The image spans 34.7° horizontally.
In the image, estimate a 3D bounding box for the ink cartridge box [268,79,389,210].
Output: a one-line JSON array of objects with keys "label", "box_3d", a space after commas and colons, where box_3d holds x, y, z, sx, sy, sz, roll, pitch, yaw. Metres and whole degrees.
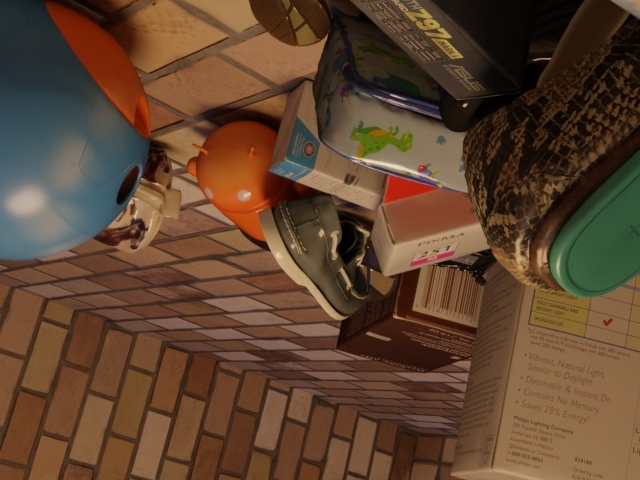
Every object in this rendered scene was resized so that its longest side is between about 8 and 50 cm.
[{"label": "ink cartridge box", "box_3d": [0.040, -0.103, 1.206, 0.180, 0.104, 0.060, 20, 162, -19]}]

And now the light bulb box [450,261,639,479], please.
[{"label": "light bulb box", "box_3d": [0.398, 0.180, 1.398, 0.358, 0.361, 0.225, 15, 165, -4]}]

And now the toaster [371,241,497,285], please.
[{"label": "toaster", "box_3d": [0.163, -0.030, 1.336, 0.168, 0.110, 0.185, 15, 163, 0]}]

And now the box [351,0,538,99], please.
[{"label": "box", "box_3d": [0.070, -0.224, 0.661, 0.059, 0.183, 0.233, -1, 157, 40]}]

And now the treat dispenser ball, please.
[{"label": "treat dispenser ball", "box_3d": [-0.330, -0.122, 1.117, 0.288, 0.288, 0.288, 12, 163, 4]}]

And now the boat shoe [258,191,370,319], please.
[{"label": "boat shoe", "box_3d": [0.022, 0.020, 1.342, 0.099, 0.116, 0.319, -27, 155, 10]}]

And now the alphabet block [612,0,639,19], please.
[{"label": "alphabet block", "box_3d": [0.191, -0.247, 0.480, 0.192, 0.193, 0.197, 23, 161, -32]}]

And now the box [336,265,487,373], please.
[{"label": "box", "box_3d": [0.170, 0.127, 1.795, 0.191, 0.143, 0.381, 16, 165, -8]}]

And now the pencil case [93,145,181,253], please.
[{"label": "pencil case", "box_3d": [-0.395, -0.119, 1.399, 0.410, 0.160, 0.183, 24, 175, -31]}]

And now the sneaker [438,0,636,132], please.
[{"label": "sneaker", "box_3d": [0.315, -0.109, 0.805, 0.483, 0.202, 0.185, 11, 164, 10]}]

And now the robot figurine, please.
[{"label": "robot figurine", "box_3d": [-0.084, -0.077, 1.347, 0.158, 0.128, 0.219, 54, -176, 29]}]

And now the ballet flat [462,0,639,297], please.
[{"label": "ballet flat", "box_3d": [0.282, -0.161, 0.614, 0.483, 0.182, 0.164, -37, 138, 14]}]

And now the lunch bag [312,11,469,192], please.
[{"label": "lunch bag", "box_3d": [0.086, -0.129, 0.946, 0.176, 0.090, 0.219, 17, -155, -11]}]

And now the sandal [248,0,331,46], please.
[{"label": "sandal", "box_3d": [-0.044, -0.247, 0.922, 0.072, 0.049, 0.180, -7, 140, 36]}]

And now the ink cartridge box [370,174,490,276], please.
[{"label": "ink cartridge box", "box_3d": [0.201, -0.051, 1.125, 0.275, 0.060, 0.239, -15, 165, -6]}]

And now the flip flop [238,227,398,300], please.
[{"label": "flip flop", "box_3d": [0.000, 0.000, 1.612, 0.277, 0.080, 0.112, 25, 125, 5]}]
